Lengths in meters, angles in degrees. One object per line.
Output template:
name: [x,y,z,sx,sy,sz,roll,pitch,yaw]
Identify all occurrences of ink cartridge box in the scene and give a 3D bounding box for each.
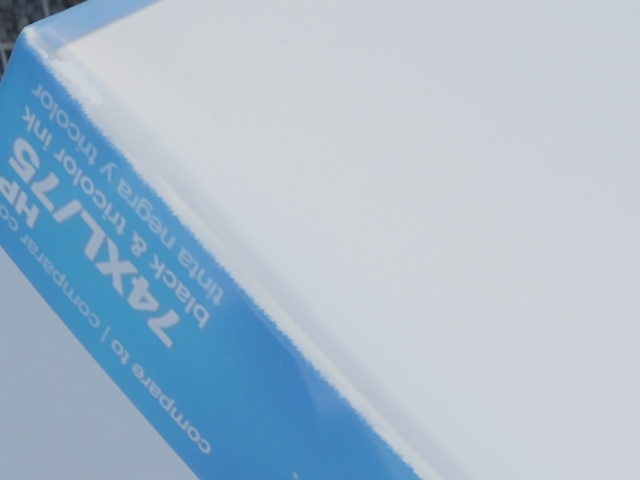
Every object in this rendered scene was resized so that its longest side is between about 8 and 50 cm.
ink cartridge box: [0.008,0.059,0.477,0.197,0.270,0.198,46,47,11]
